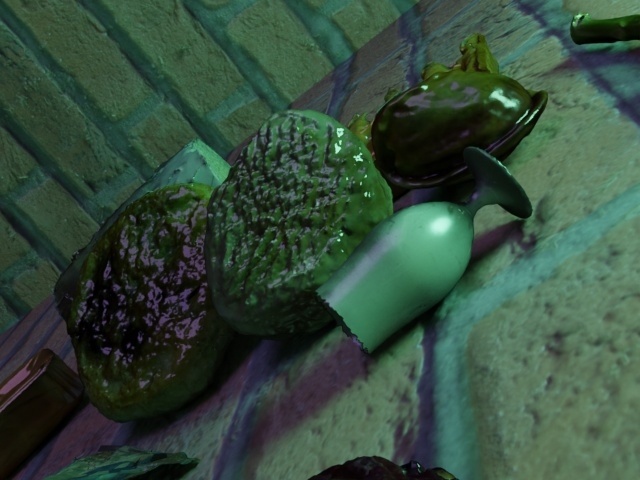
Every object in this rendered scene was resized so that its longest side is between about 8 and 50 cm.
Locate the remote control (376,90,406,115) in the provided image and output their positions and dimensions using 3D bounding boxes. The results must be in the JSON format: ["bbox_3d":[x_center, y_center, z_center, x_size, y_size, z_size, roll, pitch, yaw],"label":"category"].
[{"bbox_3d":[0.116,-0.179,1.144,0.053,0.018,0.124,-43,20,-9],"label":"remote control"}]

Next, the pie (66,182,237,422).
[{"bbox_3d":[-0.223,0.077,1.112,0.323,0.070,0.323,-13,64,29],"label":"pie"}]

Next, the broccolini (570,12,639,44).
[{"bbox_3d":[0.338,-0.227,0.889,0.079,0.074,0.392,-34,16,-3],"label":"broccolini"}]

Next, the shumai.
[{"bbox_3d":[0.000,0.000,0.996,0.225,0.222,0.260,3,72,32],"label":"shumai"}]

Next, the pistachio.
[{"bbox_3d":[0.154,-0.132,0.978,0.210,0.130,0.165,-13,48,26],"label":"pistachio"}]

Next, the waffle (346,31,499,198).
[{"bbox_3d":[0.107,-0.143,1.231,0.348,0.077,0.304,-34,17,24],"label":"waffle"}]

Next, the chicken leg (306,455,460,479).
[{"bbox_3d":[-0.063,0.220,0.569,0.407,0.096,0.158,-28,14,46],"label":"chicken leg"}]

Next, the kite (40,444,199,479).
[{"bbox_3d":[-0.297,0.263,0.917,0.368,0.014,0.406,-15,-2,14],"label":"kite"}]

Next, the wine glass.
[{"bbox_3d":[0.091,0.011,0.787,0.202,0.093,0.093,-42,15,-5],"label":"wine glass"}]

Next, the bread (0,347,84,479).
[{"bbox_3d":[-0.498,0.294,1.404,0.241,0.107,0.136,-46,18,-19],"label":"bread"}]

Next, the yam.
[{"bbox_3d":[-0.220,0.020,1.309,0.348,0.241,0.241,-39,14,16],"label":"yam"}]
